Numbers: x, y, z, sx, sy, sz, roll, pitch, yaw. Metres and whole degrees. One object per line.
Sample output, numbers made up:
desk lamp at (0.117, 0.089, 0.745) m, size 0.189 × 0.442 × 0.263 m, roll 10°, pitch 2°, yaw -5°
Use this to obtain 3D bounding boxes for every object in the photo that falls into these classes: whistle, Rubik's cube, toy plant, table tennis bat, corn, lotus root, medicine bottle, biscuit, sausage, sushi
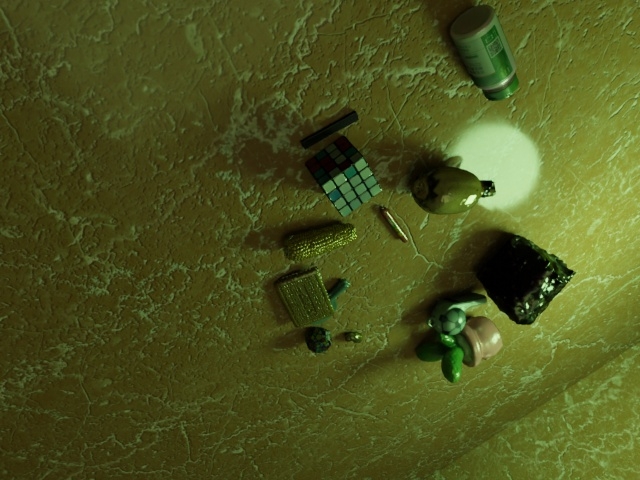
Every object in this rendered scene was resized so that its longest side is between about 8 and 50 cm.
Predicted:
whistle at (0.592, 0.333, 2.131) m, size 0.289 × 0.163 × 0.164 m, roll -9°, pitch 128°, yaw -18°
Rubik's cube at (-0.007, 0.398, 1.942) m, size 0.093 × 0.111 × 0.111 m, roll -14°, pitch 135°, yaw 20°
toy plant at (0.649, 0.488, 2.200) m, size 0.355 × 0.317 × 0.211 m, roll -13°, pitch 104°, yaw -17°
table tennis bat at (0.019, 0.239, 1.873) m, size 0.244 × 0.040 × 0.153 m, roll -45°, pitch 127°, yaw 16°
corn at (-0.001, 0.002, 1.652) m, size 0.260 × 0.091 × 0.091 m, roll -16°, pitch 165°, yaw -14°
lotus root at (0.465, -0.175, 1.674) m, size 0.309 × 0.183 × 0.183 m, roll -5°, pitch 126°, yaw -22°
medicine bottle at (0.497, -0.547, 1.443) m, size 0.133 × 0.133 × 0.274 m, roll -41°, pitch 130°, yaw 9°
biscuit at (-0.055, 0.217, 1.803) m, size 0.172 × 0.029 × 0.255 m, roll -20°, pitch 126°, yaw 2°
sausage at (0.273, -0.055, 1.774) m, size 0.029 × 0.029 × 0.223 m, roll -39°, pitch 131°, yaw 6°
sushi at (0.847, 0.156, 2.031) m, size 0.281 × 0.299 × 0.294 m, roll -8°, pitch 136°, yaw -55°
Rubik's cube at (0.071, -0.197, 1.497) m, size 0.155 × 0.151 × 0.154 m, roll -36°, pitch 132°, yaw 3°

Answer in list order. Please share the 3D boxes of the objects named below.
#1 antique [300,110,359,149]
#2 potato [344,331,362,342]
antique at (0.028, -0.333, 1.464) m, size 0.192 × 0.015 × 0.031 m, roll -29°, pitch 133°, yaw -2°
potato at (0.144, 0.410, 2.053) m, size 0.092 × 0.045 × 0.046 m, roll 15°, pitch 153°, yaw -30°
